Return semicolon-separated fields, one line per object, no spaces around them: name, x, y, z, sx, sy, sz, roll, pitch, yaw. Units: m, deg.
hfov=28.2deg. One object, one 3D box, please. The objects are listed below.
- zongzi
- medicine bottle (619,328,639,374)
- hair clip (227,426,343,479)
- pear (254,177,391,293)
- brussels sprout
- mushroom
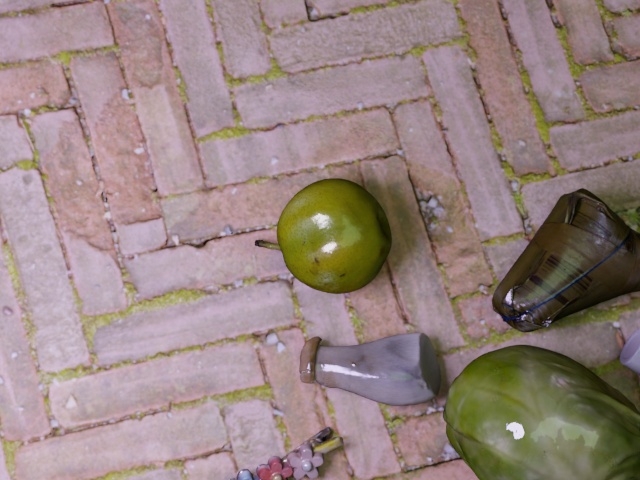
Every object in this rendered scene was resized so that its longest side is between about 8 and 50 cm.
zongzi;0.451;0.088;2.064;0.289;0.123;0.260;37;81;-8
medicine bottle;0.616;0.238;2.083;0.260;0.095;0.095;31;77;-4
hair clip;-0.061;0.352;1.951;0.214;0.056;0.062;-27;120;-15
pear;0.000;0.000;1.973;0.216;0.166;0.180;-15;96;13
brussels sprout;0.336;0.292;1.926;0.328;0.328;0.247;36;104;-4
mushroom;0.079;0.205;1.989;0.225;0.093;0.116;-5;63;-3
